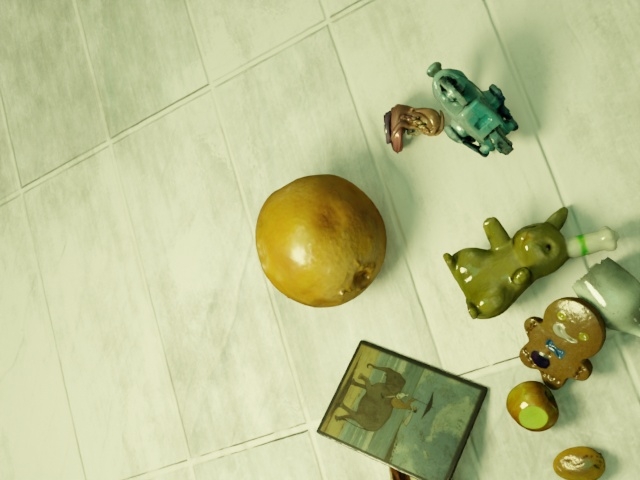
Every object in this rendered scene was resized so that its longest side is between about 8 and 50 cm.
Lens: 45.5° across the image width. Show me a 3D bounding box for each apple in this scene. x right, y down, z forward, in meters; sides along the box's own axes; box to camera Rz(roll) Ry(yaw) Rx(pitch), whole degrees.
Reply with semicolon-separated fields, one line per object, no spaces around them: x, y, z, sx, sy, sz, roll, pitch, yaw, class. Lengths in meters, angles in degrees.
0.471;0.370;1.699;0.102;0.099;0.114;-36;101;26;apple

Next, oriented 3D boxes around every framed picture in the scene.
0.192;0.407;1.821;0.347;0.016;0.265;19;69;27;framed picture

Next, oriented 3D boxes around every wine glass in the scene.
0.650;0.155;1.612;0.126;0.126;0.241;-43;72;17;wine glass

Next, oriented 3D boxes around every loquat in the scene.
0.000;0.000;1.844;0.328;0.328;0.329;-2;85;26;loquat

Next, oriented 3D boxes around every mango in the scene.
0.564;0.491;1.667;0.114;0.057;0.079;-20;81;32;mango

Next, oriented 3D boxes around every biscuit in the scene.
0.525;0.221;1.661;0.180;0.039;0.236;44;133;25;biscuit

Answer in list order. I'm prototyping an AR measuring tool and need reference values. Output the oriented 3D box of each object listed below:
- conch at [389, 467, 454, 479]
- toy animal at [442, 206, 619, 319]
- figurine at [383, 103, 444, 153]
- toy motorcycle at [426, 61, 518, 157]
0.254;0.584;1.796;0.158;0.127;0.255;-36;46;21;conch
0.450;0.029;1.687;0.363;0.180;0.181;-39;52;20;toy animal
0.221;-0.288;1.870;0.157;0.126;0.114;-19;121;25;figurine
0.341;-0.303;1.743;0.154;0.260;0.206;-42;28;17;toy motorcycle
